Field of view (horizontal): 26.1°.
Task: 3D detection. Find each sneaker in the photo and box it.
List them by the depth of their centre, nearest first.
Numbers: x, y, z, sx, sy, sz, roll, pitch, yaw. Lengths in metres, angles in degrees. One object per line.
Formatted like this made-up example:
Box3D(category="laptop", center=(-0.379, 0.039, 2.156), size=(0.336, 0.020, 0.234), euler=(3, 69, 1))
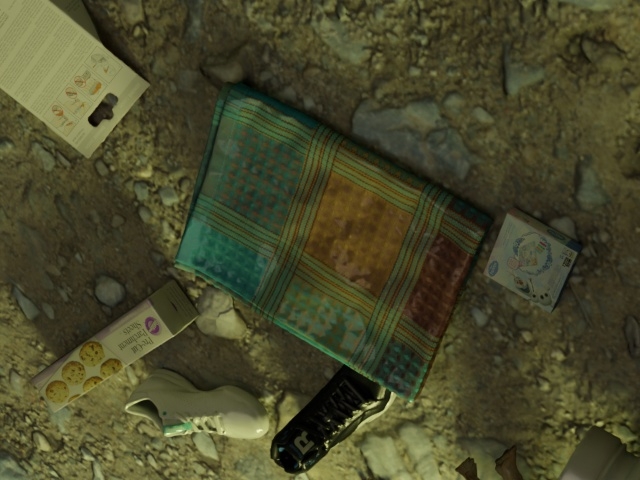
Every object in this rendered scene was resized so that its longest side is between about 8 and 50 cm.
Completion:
Box3D(category="sneaker", center=(0.013, 0.228, 1.731), size=(0.079, 0.121, 0.217), euler=(44, 131, 6))
Box3D(category="sneaker", center=(-0.173, 0.242, 1.890), size=(0.212, 0.094, 0.080), euler=(10, 118, 31))

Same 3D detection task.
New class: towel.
Box3D(category="towel", center=(0.000, 0.000, 1.650), size=(0.370, 0.040, 0.271), euler=(30, 120, 19))

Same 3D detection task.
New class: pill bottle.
Box3D(category="pill bottle", center=(0.374, 0.305, 1.509), size=(0.229, 0.131, 0.131), euler=(30, 128, 19))

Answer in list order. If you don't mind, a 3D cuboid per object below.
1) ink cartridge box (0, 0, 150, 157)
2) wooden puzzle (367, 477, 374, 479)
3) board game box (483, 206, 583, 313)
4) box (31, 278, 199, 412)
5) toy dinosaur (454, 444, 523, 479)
Box3D(category="ink cartridge box", center=(-0.342, -0.237, 1.794), size=(0.224, 0.056, 0.181), euler=(38, 133, -12))
Box3D(category="wooden puzzle", center=(0.085, 0.349, 1.822), size=(0.049, 0.006, 0.083), euler=(-18, 102, 40))
Box3D(category="board game box", center=(0.235, 0.022, 1.529), size=(0.090, 0.020, 0.090), euler=(31, 129, 18))
Box3D(category="box", center=(-0.296, 0.154, 1.949), size=(0.324, 0.063, 0.067), euler=(-32, 95, 42))
Box3D(category="toy dinosaur", center=(0.230, 0.357, 1.608), size=(0.200, 0.127, 0.296), euler=(48, 157, 1))
